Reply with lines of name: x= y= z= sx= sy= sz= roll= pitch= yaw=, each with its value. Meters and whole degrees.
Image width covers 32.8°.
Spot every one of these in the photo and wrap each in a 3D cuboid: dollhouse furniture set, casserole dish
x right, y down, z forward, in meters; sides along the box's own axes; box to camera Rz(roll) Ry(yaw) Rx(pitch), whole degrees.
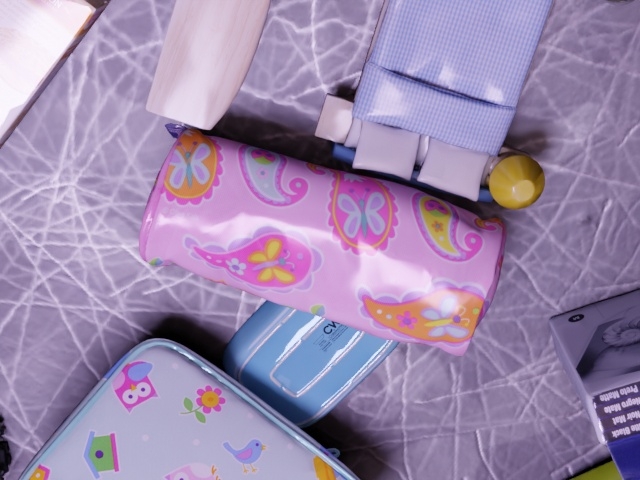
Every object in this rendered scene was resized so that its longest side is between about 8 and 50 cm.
dollhouse furniture set: x=0.065 y=-0.174 z=0.775 sx=0.303 sy=0.198 sz=0.286 roll=17 pitch=108 yaw=-7
casserole dish: x=-0.003 y=0.091 z=0.949 sx=0.114 sy=0.037 sz=0.188 roll=42 pitch=103 yaw=-14

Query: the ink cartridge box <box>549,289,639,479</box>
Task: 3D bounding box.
ink cartridge box: x=0.308 y=0.086 z=0.851 sx=0.223 sy=0.224 sz=0.045 roll=-19 pitch=108 yaw=5

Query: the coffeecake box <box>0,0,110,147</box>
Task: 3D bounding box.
coffeecake box: x=-0.279 y=-0.157 z=0.845 sx=0.142 sy=0.068 sz=0.185 roll=38 pitch=104 yaw=-12

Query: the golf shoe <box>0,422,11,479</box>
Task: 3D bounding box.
golf shoe: x=-0.337 y=0.141 z=0.941 sx=0.094 sy=0.077 sz=0.198 roll=-7 pitch=107 yaw=2

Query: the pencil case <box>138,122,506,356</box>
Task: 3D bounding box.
pencil case: x=0.000 y=0.000 z=0.860 sx=0.284 sy=0.124 sz=0.124 roll=15 pitch=108 yaw=3

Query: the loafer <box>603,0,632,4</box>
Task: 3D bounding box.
loafer: x=0.263 y=-0.293 z=0.794 sx=0.094 sy=0.087 sz=0.251 roll=20 pitch=107 yaw=-7

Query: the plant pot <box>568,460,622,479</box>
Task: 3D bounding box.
plant pot: x=0.338 y=0.312 z=0.910 sx=0.228 sy=0.207 sz=0.227 roll=-32 pitch=106 yaw=25

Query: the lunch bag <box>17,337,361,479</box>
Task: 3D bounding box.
lunch bag: x=-0.096 y=0.229 z=0.897 sx=0.279 sy=0.224 sz=0.108 roll=39 pitch=147 yaw=-4
